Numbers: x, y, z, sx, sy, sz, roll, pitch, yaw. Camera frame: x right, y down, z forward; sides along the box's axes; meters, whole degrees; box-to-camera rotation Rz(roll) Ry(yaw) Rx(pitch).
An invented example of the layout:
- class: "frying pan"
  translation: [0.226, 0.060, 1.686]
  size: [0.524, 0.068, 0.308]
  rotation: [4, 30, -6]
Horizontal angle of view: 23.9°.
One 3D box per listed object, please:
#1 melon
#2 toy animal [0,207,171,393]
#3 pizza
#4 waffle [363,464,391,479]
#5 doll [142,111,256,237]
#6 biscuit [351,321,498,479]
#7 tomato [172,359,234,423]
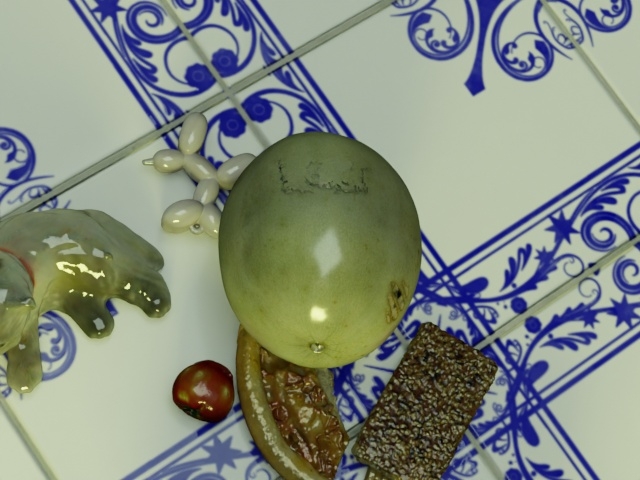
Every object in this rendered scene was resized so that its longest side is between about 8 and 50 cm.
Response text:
- class: "melon"
  translation: [0.000, 0.000, 1.973]
  size: [0.268, 0.268, 0.330]
  rotation: [9, 54, -7]
- class: "toy animal"
  translation: [-0.347, 0.058, 1.946]
  size: [0.308, 0.188, 0.266]
  rotation: [12, 62, -3]
- class: "pizza"
  translation: [-0.037, 0.224, 2.008]
  size: [0.134, 0.056, 0.271]
  rotation: [-12, 75, -10]
- class: "waffle"
  translation: [0.101, 0.326, 2.019]
  size: [0.092, 0.021, 0.135]
  rotation: [21, 68, -5]
- class: "doll"
  translation: [-0.166, -0.078, 2.081]
  size: [0.161, 0.059, 0.160]
  rotation: [40, 70, 3]
- class: "biscuit"
  translation: [0.144, 0.227, 2.043]
  size: [0.131, 0.025, 0.231]
  rotation: [30, 62, 1]
- class: "tomato"
  translation: [-0.151, 0.197, 1.982]
  size: [0.087, 0.087, 0.075]
  rotation: [28, 66, -1]
